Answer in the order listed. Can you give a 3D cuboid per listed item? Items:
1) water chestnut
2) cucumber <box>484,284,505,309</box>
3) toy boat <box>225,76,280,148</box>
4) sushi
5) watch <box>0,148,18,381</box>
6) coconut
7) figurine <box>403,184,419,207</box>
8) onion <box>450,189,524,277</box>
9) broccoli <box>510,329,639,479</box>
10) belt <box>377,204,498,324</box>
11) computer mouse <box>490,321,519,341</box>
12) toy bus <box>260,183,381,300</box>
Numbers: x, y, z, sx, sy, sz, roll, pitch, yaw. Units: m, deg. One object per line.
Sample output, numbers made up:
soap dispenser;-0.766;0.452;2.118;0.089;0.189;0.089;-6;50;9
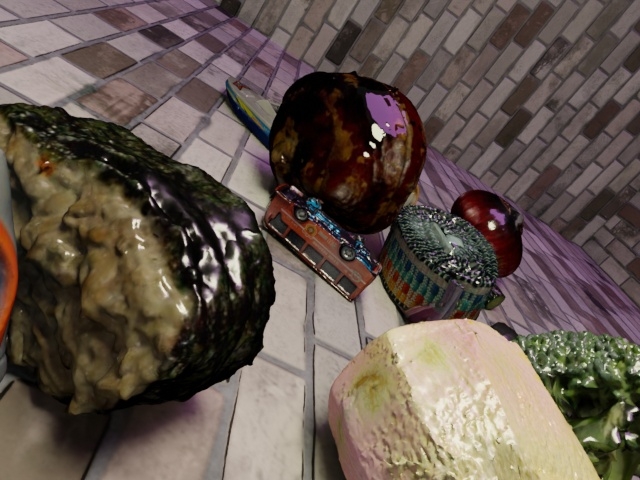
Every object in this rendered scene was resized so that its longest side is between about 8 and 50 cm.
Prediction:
water chestnut;0.077;-0.175;1.005;0.347;0.335;0.335;2;40;-45
cucumber;0.369;0.061;1.296;0.068;0.067;0.293;9;35;-46
toy boat;-0.170;-0.356;1.302;0.129;0.088;0.295;0;43;-54
sushi;-0.205;0.005;0.454;0.350;0.210;0.171;41;28;24
watch;-0.358;0.014;0.245;0.275;0.241;0.305;26;22;19
coconut;0.129;0.197;0.514;0.233;0.233;0.245;20;30;-33
figurine;0.191;-0.146;1.339;0.143;0.143;0.271;33;24;-8
onion;0.448;-0.011;1.406;0.273;0.285;0.272;-17;90;-82
broccoli;0.370;0.255;0.684;0.278;0.338;0.317;15;40;22
belt;0.236;0.062;0.989;0.207;0.160;0.295;4;34;-20
computer mouse;0.412;0.220;1.063;0.172;0.057;0.099;15;29;-46
toy bus;0.000;0.000;0.865;0.235;0.096;0.073;40;25;6
